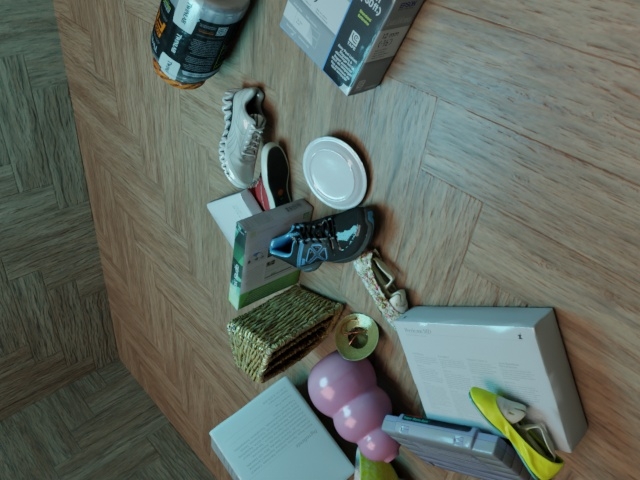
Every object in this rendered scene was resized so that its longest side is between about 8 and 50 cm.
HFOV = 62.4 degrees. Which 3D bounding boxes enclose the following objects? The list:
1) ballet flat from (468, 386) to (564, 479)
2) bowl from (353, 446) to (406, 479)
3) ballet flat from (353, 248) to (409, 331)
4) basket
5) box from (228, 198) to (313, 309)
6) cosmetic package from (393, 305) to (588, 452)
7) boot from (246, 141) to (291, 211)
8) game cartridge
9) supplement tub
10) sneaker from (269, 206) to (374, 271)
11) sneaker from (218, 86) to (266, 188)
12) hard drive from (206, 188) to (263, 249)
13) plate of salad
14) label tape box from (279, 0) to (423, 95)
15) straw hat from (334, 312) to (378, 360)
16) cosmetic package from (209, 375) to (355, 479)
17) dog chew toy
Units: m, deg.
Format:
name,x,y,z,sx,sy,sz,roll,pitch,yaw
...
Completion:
name,x,y,z,sx,sy,sz,roll,pitch,yaw
ballet flat,0.408,0.383,1.088,0.231,0.077,0.077,51,120,10
bowl,0.186,0.800,1.647,0.155,0.290,0.290,4,124,0
ballet flat,0.169,0.127,1.355,0.077,0.091,0.241,-39,82,38
basket,-0.093,0.304,1.589,0.223,0.299,0.214,18,125,43
box,-0.151,0.044,1.560,0.058,0.232,0.322,43,138,32
cosmetic package,0.370,0.296,1.203,0.377,0.097,0.285,-7,108,51
boot,-0.174,-0.187,1.575,0.176,0.088,0.245,27,134,40
game cartridge,0.344,0.522,1.319,0.230,0.068,0.355,46,149,-23
supplement tub,-0.337,-0.579,1.430,0.207,0.207,0.338,57,142,8
sneaker,0.000,0.000,1.390,0.340,0.139,0.125,-29,52,44
sneaker,-0.213,-0.293,1.490,0.118,0.110,0.293,-3,87,36
hard drive,-0.257,-0.056,1.724,0.307,0.040,0.203,-5,118,60
plate of salad,0.039,-0.174,1.358,0.199,0.048,0.200,22,130,29
label tape box,0.075,-0.510,1.060,0.249,0.115,0.348,51,143,16
straw hat,0.114,0.284,1.525,0.144,0.145,0.061,27,168,38
cosmetic package,-0.145,0.758,1.853,0.394,0.327,0.329,50,155,17
dog chew toy,0.110,0.478,1.518,0.332,0.206,0.207,53,142,22
